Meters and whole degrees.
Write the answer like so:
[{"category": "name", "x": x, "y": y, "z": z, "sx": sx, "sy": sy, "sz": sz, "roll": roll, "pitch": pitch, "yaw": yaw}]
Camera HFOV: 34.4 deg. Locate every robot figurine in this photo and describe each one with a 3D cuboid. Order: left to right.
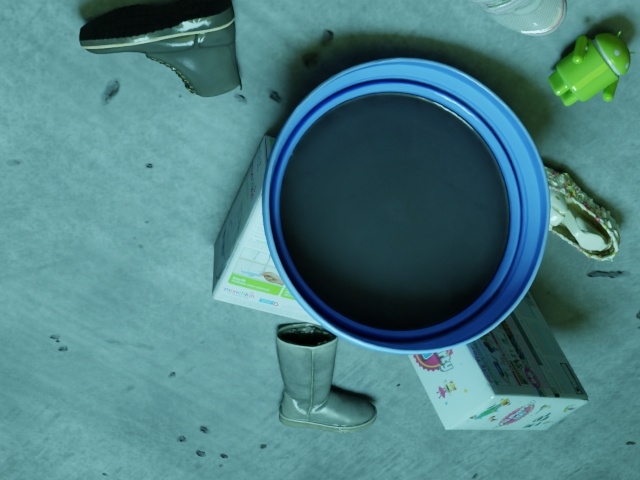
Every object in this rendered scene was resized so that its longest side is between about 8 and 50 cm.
[{"category": "robot figurine", "x": 0.367, "y": -0.234, "z": 1.397, "sx": 0.115, "sy": 0.067, "sz": 0.101, "roll": -35, "pitch": 127, "yaw": 21}]

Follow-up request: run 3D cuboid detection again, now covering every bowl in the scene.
[{"category": "bowl", "x": 0.111, "y": -0.044, "z": 1.374, "sx": 0.391, "sy": 0.391, "sz": 0.077, "roll": 8, "pitch": 173, "yaw": -12}]

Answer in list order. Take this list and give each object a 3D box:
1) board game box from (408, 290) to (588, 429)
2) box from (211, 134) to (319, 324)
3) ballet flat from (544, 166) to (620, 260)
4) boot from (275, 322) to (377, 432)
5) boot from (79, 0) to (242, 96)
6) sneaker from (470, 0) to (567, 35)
[{"category": "board game box", "x": 0.251, "y": 0.164, "z": 1.545, "sx": 0.097, "sy": 0.224, "sz": 0.303, "roll": -40, "pitch": 149, "yaw": 26}, {"category": "box", "x": 0.000, "y": 0.000, "z": 1.516, "sx": 0.262, "sy": 0.127, "sz": 0.231, "roll": 15, "pitch": 126, "yaw": -17}, {"category": "ballet flat", "x": 0.368, "y": -0.042, "z": 1.552, "sx": 0.241, "sy": 0.077, "sz": 0.091, "roll": 26, "pitch": 123, "yaw": -24}, {"category": "boot", "x": 0.013, "y": 0.231, "z": 1.756, "sx": 0.189, "sy": 0.076, "sz": 0.208, "roll": 0, "pitch": 123, "yaw": -9}, {"category": "boot", "x": -0.201, "y": -0.233, "z": 1.341, "sx": 0.198, "sy": 0.077, "sz": 0.137, "roll": -7, "pitch": 135, "yaw": 2}, {"category": "sneaker", "x": 0.214, "y": -0.327, "z": 1.275, "sx": 0.252, "sy": 0.111, "sz": 0.103, "roll": 31, "pitch": 120, "yaw": -28}]
